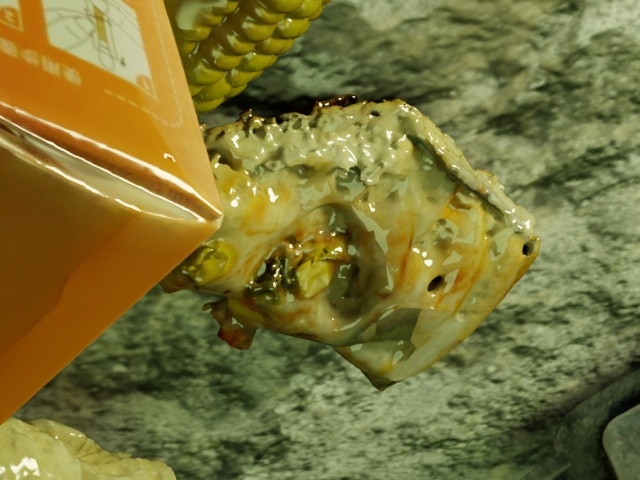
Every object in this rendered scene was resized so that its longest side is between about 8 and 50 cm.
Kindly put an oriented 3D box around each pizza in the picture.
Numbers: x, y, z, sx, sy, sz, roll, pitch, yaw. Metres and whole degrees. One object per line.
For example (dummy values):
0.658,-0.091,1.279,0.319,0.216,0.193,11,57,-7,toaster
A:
0.000,0.000,0.963,0.189,0.071,0.297,-38,136,23,pizza

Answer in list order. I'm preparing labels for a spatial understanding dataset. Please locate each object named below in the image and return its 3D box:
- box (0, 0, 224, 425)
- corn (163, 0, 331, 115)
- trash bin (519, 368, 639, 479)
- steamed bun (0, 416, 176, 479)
-0.183,-0.080,0.589,0.143,0.341,0.225,25,124,-41,box
0.001,-0.187,0.715,0.120,0.120,0.363,18,127,-36,corn
0.354,0.239,1.234,0.295,0.259,0.381,-32,141,16,trash bin
-0.226,0.193,1.056,0.295,0.137,0.292,-33,138,8,steamed bun
